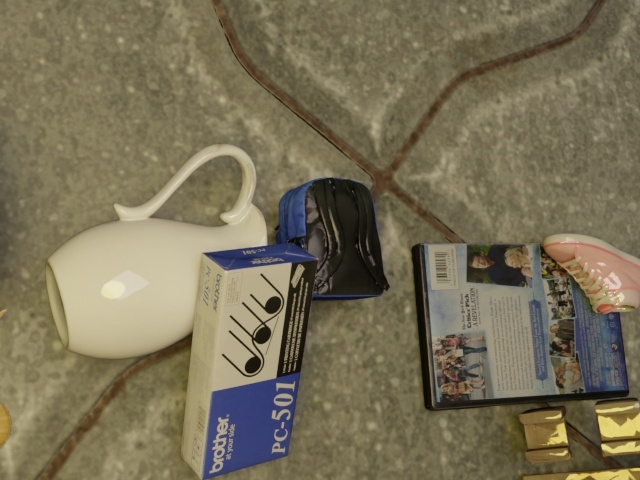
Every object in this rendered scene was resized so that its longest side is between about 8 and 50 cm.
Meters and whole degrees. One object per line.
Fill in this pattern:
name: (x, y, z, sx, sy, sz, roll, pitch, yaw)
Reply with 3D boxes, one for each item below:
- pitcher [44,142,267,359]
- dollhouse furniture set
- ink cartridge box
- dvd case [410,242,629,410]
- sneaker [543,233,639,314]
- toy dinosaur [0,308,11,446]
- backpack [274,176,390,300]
pitcher: (-0.144, 0.010, 0.772, 0.207, 0.125, 0.177, -14, 103, -26)
dollhouse furniture set: (0.343, 0.272, 0.879, 0.242, 0.161, 0.212, -10, 79, 18)
ink cartridge box: (-0.066, 0.109, 0.760, 0.097, 0.046, 0.207, -7, 115, -36)
dvd case: (0.227, 0.092, 0.939, 0.253, 0.022, 0.180, 0, 79, -19)
sneaker: (0.307, 0.041, 0.935, 0.134, 0.051, 0.070, 20, 68, -18)
toy dinosaur: (-0.321, 0.154, 0.740, 0.093, 0.053, 0.183, 2, 79, -35)
backpack: (0.000, 0.000, 0.838, 0.098, 0.101, 0.120, 2, 81, -37)
